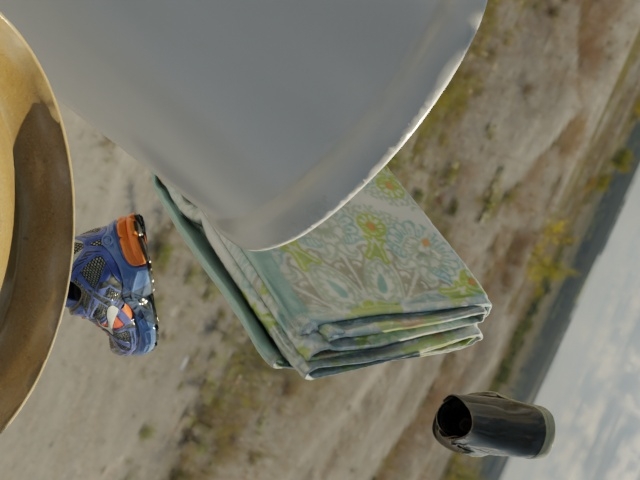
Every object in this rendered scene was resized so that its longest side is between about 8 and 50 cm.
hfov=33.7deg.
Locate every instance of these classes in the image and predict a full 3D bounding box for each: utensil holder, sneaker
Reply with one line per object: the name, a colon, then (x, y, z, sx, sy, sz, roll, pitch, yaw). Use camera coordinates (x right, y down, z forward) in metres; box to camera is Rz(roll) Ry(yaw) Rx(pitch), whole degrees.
utensil holder: (-0.111, -0.231, 0.855, 0.327, 0.385, 0.328, -40, -154, 25)
sneaker: (0.169, 0.211, 1.261, 0.222, 0.118, 0.083, -18, -120, 64)
sneaker: (-0.202, 0.046, 0.996, 0.221, 0.087, 0.083, 99, -19, -57)

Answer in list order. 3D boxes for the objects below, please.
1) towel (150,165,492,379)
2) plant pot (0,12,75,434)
towel: (0.000, 0.000, 1.293, 0.320, 0.374, 0.090, -5, 138, -40)
plant pot: (-0.192, -0.005, 0.513, 0.236, 0.032, 0.236, 4, 90, -73)
